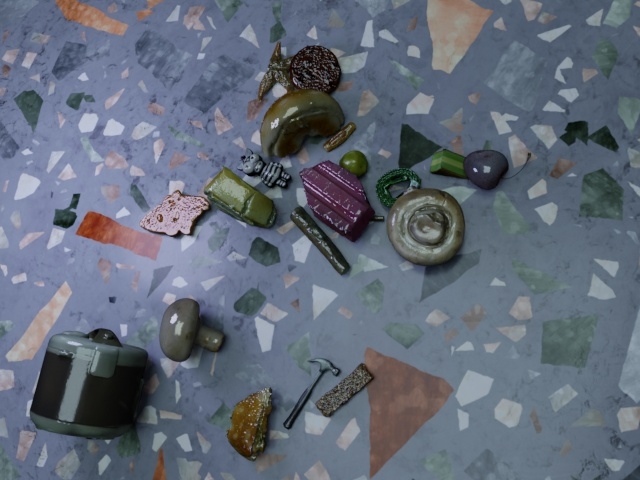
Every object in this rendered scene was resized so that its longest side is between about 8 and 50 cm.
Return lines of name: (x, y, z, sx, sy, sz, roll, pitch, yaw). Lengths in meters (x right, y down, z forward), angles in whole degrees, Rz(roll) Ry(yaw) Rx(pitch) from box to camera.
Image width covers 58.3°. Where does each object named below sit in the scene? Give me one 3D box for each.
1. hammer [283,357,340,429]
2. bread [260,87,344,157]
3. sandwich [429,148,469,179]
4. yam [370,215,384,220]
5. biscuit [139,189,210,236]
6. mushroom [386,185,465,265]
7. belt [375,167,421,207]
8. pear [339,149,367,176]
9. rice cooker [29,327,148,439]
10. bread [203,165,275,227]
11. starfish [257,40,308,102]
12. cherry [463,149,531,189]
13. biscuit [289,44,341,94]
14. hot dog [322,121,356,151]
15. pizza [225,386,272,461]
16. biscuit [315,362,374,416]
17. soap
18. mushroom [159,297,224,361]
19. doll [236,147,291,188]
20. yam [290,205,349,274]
hammer: (-0.047, 0.478, 1.795, 0.103, 0.029, 0.246, 34, 88, 20)
bread: (-0.090, -0.416, 1.949, 0.314, 0.192, 0.171, -29, 65, 7)
sandwich: (0.428, -0.240, 1.865, 0.116, 0.074, 0.074, 18, 79, -14)
yam: (0.152, -0.072, 1.887, 0.116, 0.021, 0.021, 0, 76, 15)
biscuit: (-0.522, -0.089, 2.060, 0.280, 0.043, 0.183, -19, 68, 14)
mushroom: (0.318, -0.047, 1.752, 0.254, 0.184, 0.255, 2, 98, 16)
belt: (0.256, -0.172, 1.861, 0.151, 0.079, 0.121, -33, 80, 16)
pear: (0.109, -0.256, 1.913, 0.096, 0.092, 0.092, -1, 76, 14)
rice cooker: (-0.729, 0.445, 1.839, 0.334, 0.335, 0.326, 6, 78, 16)
bread: (-0.269, -0.137, 1.931, 0.257, 0.186, 0.124, 32, 82, 12)
starfish: (-0.139, -0.604, 2.092, 0.138, 0.050, 0.248, 18, 88, 18)
cherry: (0.534, -0.247, 1.795, 0.188, 0.115, 0.148, -52, 37, -12)
biscuit: (-0.019, -0.598, 2.035, 0.191, 0.049, 0.192, 0, 80, -2)
hot dog: (0.067, -0.357, 1.981, 0.137, 0.028, 0.044, -37, 77, 2)
pizza: (-0.213, 0.567, 1.799, 0.147, 0.069, 0.227, 0, 72, 37)
biscuit: (0.074, 0.461, 1.762, 0.199, 0.034, 0.064, -41, 71, 2)
soap: (0.044, -0.146, 1.874, 0.289, 0.112, 0.182, 37, 83, 25)
mushroom: (-0.426, 0.293, 1.855, 0.209, 0.206, 0.207, 9, 78, 17)
doll: (-0.201, -0.248, 2.003, 0.219, 0.067, 0.091, 28, 88, 21)
yam: (0.000, 0.000, 1.888, 0.061, 0.061, 0.274, -41, 71, 2)
